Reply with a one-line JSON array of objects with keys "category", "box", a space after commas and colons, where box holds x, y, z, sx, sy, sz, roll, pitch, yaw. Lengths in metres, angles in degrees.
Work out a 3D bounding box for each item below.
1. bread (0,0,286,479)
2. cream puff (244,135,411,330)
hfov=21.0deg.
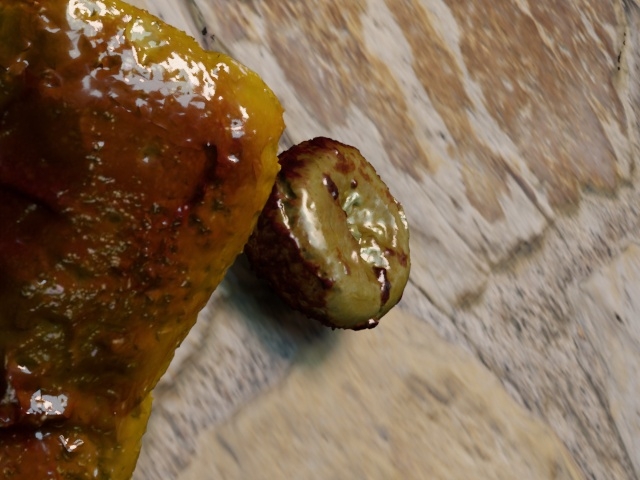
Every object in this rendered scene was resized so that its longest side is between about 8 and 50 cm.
[{"category": "bread", "box": [-0.165, 0.059, 0.857, 0.185, 0.109, 0.380, 23, 95, -32]}, {"category": "cream puff", "box": [0.000, 0.000, 1.260, 0.149, 0.084, 0.149, 25, 54, -40]}]
